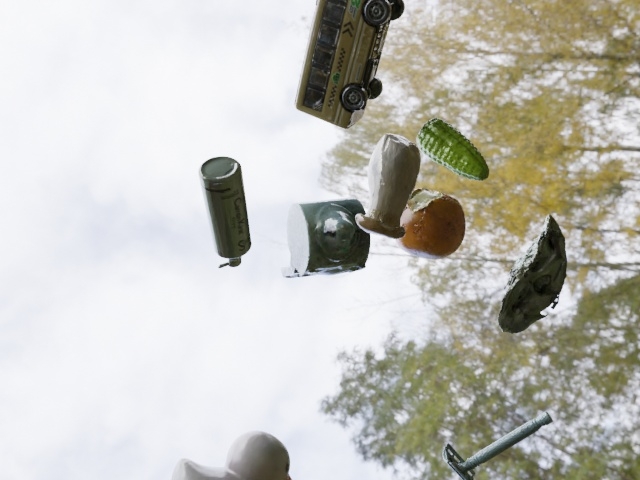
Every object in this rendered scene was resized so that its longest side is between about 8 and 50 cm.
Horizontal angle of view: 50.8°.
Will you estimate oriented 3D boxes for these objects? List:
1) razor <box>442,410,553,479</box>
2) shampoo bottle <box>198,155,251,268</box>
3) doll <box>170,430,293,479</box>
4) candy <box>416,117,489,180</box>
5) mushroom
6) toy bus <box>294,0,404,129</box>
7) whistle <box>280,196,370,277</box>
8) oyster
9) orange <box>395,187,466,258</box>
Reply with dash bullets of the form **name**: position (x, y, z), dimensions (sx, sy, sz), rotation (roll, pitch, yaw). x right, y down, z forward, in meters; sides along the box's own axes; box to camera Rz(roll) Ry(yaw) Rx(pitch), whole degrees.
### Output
- **razor**: position (0.380, 0.427, 1.407), dimensions (0.232, 0.068, 0.106), rotation (-37, -74, 15)
- **shampoo bottle**: position (-0.190, -0.046, 1.388), dimensions (0.085, 0.085, 0.262), rotation (-40, -36, -33)
- **doll**: position (-0.171, 0.481, 1.358), dimensions (0.251, 0.221, 0.221), rotation (16, -91, -7)
- **candy**: position (0.321, -0.208, 1.601), dimensions (0.097, 0.209, 0.096), rotation (-29, -36, -23)
- **mushroom**: position (0.126, -0.097, 1.207), dimensions (0.097, 0.088, 0.212), rotation (40, -128, -49)
- **toy bus**: position (0.065, -0.471, 1.632), dimensions (0.177, 0.202, 0.365), rotation (-48, -24, -62)
- **whistle**: position (0.005, 0.032, 1.779), dimensions (0.168, 0.188, 0.404), rotation (-7, -35, -18)
- **oyster**: position (0.482, 0.092, 1.548), dimensions (0.199, 0.087, 0.252), rotation (-20, -68, -6)
- **orange**: position (0.346, -0.052, 2.144), dimensions (0.240, 0.240, 0.239), rotation (-16, -67, -44)
